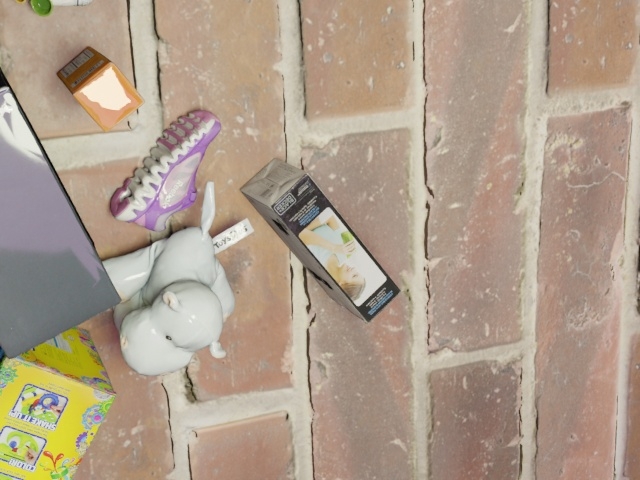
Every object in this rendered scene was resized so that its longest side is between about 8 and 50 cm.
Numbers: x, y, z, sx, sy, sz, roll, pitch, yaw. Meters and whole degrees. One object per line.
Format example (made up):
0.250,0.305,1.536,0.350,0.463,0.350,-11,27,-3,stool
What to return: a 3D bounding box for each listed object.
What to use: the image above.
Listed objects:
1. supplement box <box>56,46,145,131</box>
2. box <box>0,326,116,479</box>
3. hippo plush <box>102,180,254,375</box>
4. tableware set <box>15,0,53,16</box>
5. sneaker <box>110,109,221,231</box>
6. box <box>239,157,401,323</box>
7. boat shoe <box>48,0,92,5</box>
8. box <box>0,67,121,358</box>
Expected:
-0.335,-0.232,1.458,0.080,0.233,0.078,-40,115,-3,supplement box
-0.480,0.279,1.513,0.177,0.290,0.279,26,93,-26,box
-0.212,0.115,1.570,0.294,0.236,0.234,-34,128,9,hippo plush
-0.422,-0.414,1.434,0.104,0.024,0.154,29,122,-1,tableware set
-0.240,-0.109,1.615,0.104,0.095,0.236,39,93,-33,sneaker
0.000,0.000,1.695,0.087,0.169,0.290,-43,114,-8,box
-0.397,-0.462,1.450,0.076,0.083,0.226,-14,110,-19,boat shoe
-0.465,-0.057,1.412,0.179,0.312,0.343,-28,113,-12,box
